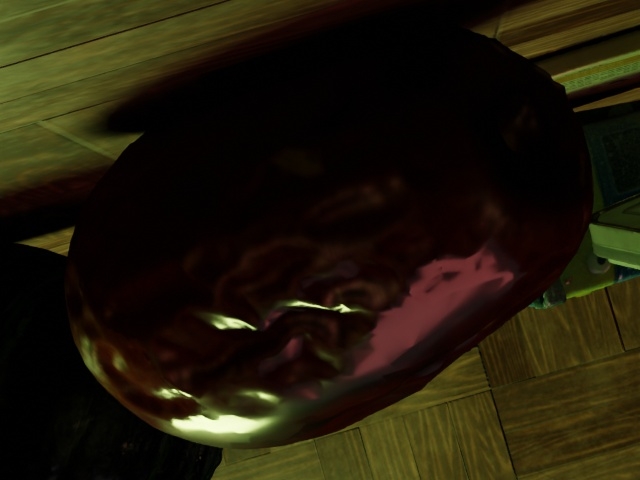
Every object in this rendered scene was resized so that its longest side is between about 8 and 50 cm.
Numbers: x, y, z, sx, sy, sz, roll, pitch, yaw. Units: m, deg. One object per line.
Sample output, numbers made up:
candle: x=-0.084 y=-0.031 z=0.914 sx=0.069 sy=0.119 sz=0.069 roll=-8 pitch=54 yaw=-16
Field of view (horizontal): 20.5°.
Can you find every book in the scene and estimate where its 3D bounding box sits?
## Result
book: x=0.247 y=-0.138 z=1.371 sx=0.208 sy=0.020 sz=0.295 roll=-16 pitch=177 yaw=8

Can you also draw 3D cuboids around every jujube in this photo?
jujube: x=0.000 y=0.000 z=0.988 sx=0.223 sy=0.223 sz=0.318 roll=-13 pitch=169 yaw=-47

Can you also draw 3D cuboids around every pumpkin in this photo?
pumpkin: x=-0.211 y=0.113 z=1.387 sx=0.315 sy=0.238 sz=0.315 roll=20 pitch=-178 yaw=-1

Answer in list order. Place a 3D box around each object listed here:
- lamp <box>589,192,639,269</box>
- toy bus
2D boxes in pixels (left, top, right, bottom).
lamp: x=0.357 y=-0.035 z=1.233 sx=0.269 sy=0.047 sz=0.266 roll=-22 pitch=-165 yaw=-18
toy bus: x=0.180 y=-0.026 z=1.570 sx=0.190 sy=0.152 sz=0.312 roll=-14 pitch=-176 yaw=-20
